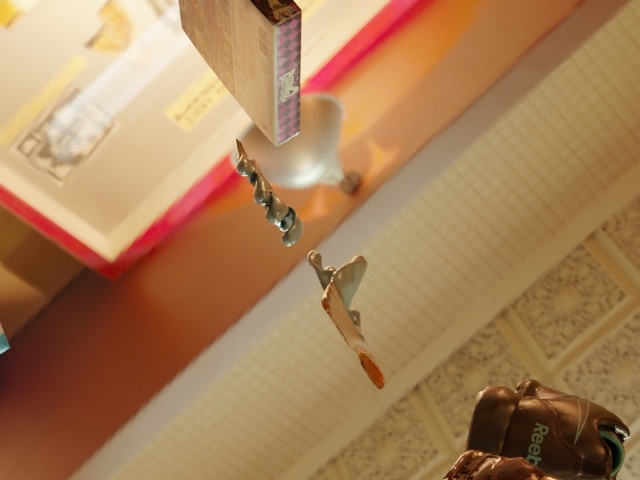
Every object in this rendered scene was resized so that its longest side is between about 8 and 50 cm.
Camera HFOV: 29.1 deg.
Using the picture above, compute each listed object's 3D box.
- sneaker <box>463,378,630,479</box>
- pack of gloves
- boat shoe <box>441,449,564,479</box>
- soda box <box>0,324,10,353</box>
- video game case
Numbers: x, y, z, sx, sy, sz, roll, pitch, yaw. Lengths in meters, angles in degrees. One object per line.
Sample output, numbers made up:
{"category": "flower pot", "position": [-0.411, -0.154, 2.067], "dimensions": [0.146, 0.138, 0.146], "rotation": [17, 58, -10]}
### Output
{"category": "sneaker", "position": [0.184, 0.167, 0.958], "dimensions": [0.106, 0.267, 0.101], "rotation": [10, -91, 19]}
{"category": "pack of gloves", "position": [0.000, 0.000, 0.988], "dimensions": [0.046, 0.195, 0.232], "rotation": [-32, -170, 1]}
{"category": "boat shoe", "position": [0.060, 0.189, 0.670], "dimensions": [0.073, 0.073, 0.207], "rotation": [21, -143, 29]}
{"category": "soda box", "position": [-0.352, 0.026, 1.111], "dimensions": [0.067, 0.210, 0.071], "rotation": [-34, -133, -25]}
{"category": "video game case", "position": [-0.094, -0.245, 1.370], "dimensions": [0.042, 0.232, 0.210], "rotation": [-32, -113, -17]}
